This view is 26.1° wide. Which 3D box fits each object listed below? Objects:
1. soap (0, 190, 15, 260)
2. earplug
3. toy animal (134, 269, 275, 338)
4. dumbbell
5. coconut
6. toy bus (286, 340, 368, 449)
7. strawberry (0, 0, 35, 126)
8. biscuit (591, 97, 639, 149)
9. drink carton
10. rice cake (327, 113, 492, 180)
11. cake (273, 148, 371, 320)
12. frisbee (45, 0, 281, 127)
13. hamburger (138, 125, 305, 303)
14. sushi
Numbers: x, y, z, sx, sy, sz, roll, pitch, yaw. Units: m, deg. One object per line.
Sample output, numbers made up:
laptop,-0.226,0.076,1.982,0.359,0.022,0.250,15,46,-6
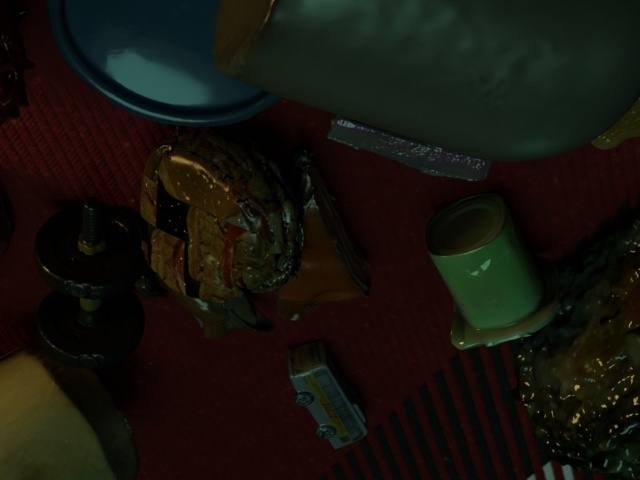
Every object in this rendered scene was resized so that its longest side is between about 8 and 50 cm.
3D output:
soap,-0.497,0.016,1.779,0.182,0.112,0.289,22,136,-14
earplug,0.131,-0.240,1.299,0.394,0.312,0.312,18,136,-16
toy animal,-0.152,0.078,1.844,0.179,0.089,0.188,-11,138,41
dumbbell,-0.296,0.061,1.783,0.143,0.143,0.325,7,137,-3
coconut,-0.419,0.308,1.938,0.323,0.323,0.323,2,138,2
toy bus,0.009,0.223,1.998,0.075,0.064,0.190,-22,133,10
strawberry,-0.462,-0.199,1.436,0.288,0.238,0.250,7,133,-40
biscuit,0.414,-0.163,1.560,0.240,0.035,0.158,1,140,5
drink carton,0.208,0.029,1.718,0.144,0.146,0.142,-15,126,20
rice cake,0.107,-0.114,1.638,0.207,0.036,0.047,17,146,-13
cake,0.001,-0.006,1.725,0.135,0.098,0.287,4,142,2
frisbee,-0.155,-0.240,1.512,0.290,0.049,0.289,6,140,5
hamburger,-0.121,-0.026,1.650,0.231,0.107,0.231,23,126,35
sushi,0.404,0.137,1.701,0.178,0.294,0.352,24,132,-26
